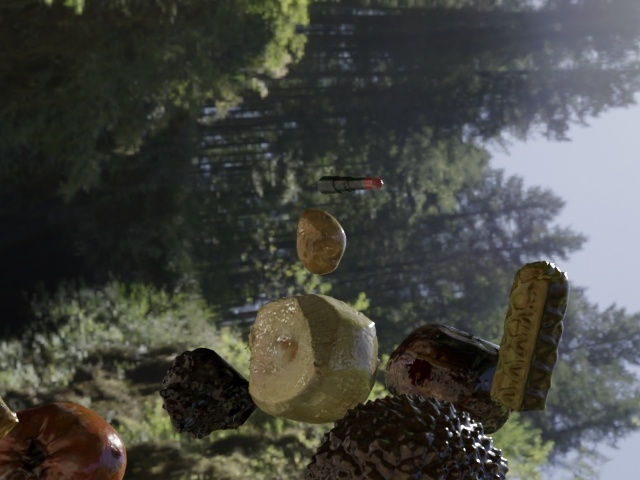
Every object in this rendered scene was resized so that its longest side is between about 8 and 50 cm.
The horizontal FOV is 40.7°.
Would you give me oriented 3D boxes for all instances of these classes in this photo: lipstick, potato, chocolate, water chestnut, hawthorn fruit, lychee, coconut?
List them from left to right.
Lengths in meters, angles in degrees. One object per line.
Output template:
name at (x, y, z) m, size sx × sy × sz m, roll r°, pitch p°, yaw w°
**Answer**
hawthorn fruit at (-0.518, 0.435, 1.650) m, size 0.284 × 0.284 × 0.284 m, roll 174°, pitch -90°, yaw -65°
chocolate at (-0.299, 0.387, 2.004) m, size 0.224 × 0.177 × 0.206 m, roll 41°, pitch -53°, yaw 7°
coconut at (-0.008, 0.271, 1.950) m, size 0.297 × 0.254 × 0.297 m, roll -15°, pitch -113°, yaw 38°
potato at (0.000, 0.002, 1.883) m, size 0.112 × 0.112 × 0.147 m, roll 26°, pitch -53°, yaw 61°
lipstick at (0.081, -0.145, 2.288) m, size 0.234 × 0.053 × 0.053 m, roll 6°, pitch -79°, yaw 55°
lychee at (0.098, 0.313, 1.087) m, size 0.267 × 0.267 × 0.267 m, roll 174°, pitch -90°, yaw -65°
water chestnut at (0.321, 0.387, 2.166) m, size 0.335 × 0.335 × 0.347 m, roll 0°, pitch -115°, yaw 65°

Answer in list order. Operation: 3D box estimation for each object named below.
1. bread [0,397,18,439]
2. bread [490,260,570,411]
bread at (-0.619, 0.227, 1.188) m, size 0.207 × 0.279 × 0.279 m, roll 35°, pitch -25°, yaw 41°
bread at (0.363, 0.165, 1.492) m, size 0.098 × 0.087 × 0.269 m, roll 14°, pitch -77°, yaw 27°
